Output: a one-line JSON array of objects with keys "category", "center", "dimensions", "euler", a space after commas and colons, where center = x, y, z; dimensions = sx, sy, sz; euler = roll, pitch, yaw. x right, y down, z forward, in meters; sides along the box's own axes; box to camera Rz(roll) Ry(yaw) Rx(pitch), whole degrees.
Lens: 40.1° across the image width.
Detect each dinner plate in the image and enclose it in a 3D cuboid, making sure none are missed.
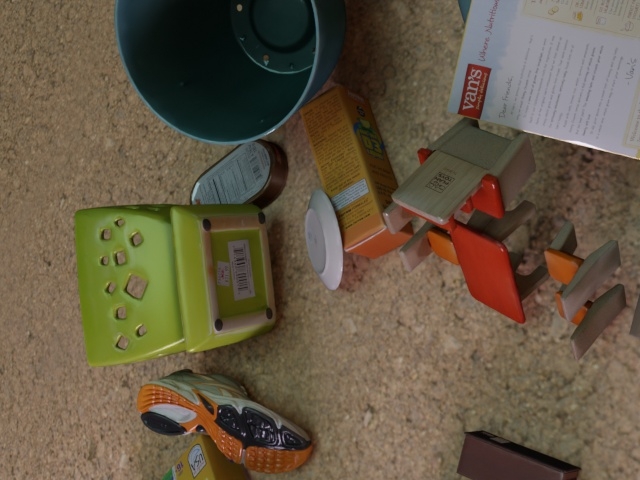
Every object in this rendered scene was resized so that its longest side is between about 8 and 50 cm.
[{"category": "dinner plate", "center": [0.000, 0.000, 1.210], "dimensions": [0.141, 0.017, 0.141], "euler": [172, 90, -74]}]

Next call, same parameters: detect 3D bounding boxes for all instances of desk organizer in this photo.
[{"category": "desk organizer", "center": [0.226, 0.266, 1.014], "dimensions": [0.130, 0.047, 0.050], "euler": [15, 92, 39]}]

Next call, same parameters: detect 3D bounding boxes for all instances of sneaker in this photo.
[{"category": "sneaker", "center": [-0.124, 0.241, 1.263], "dimensions": [0.262, 0.121, 0.099], "euler": [18, 113, 16]}]

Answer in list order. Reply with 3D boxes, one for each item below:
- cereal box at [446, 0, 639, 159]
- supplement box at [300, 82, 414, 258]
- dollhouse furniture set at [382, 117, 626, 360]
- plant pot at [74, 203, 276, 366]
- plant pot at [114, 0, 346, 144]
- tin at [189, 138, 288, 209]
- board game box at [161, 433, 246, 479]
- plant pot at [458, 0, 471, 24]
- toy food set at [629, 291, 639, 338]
[{"category": "cereal box", "center": [0.256, -0.181, 0.842], "dimensions": [0.240, 0.047, 0.173], "euler": [17, 112, 14]}, {"category": "supplement box", "center": [0.048, -0.096, 1.208], "dimensions": [0.080, 0.078, 0.234], "euler": [-32, 63, 28]}, {"category": "dollhouse furniture set", "center": [0.175, 0.002, 0.965], "dimensions": [0.262, 0.259, 0.135], "euler": [29, 66, 40]}, {"category": "plant pot", "center": [-0.194, 0.053, 1.260], "dimensions": [0.207, 0.227, 0.228], "euler": [-7, 89, 30]}, {"category": "plant pot", "center": [-0.097, -0.300, 1.214], "dimensions": [0.292, 0.235, 0.293], "euler": [7, 111, 19]}, {"category": "tin", "center": [-0.132, -0.086, 1.372], "dimensions": [0.189, 0.040, 0.106], "euler": [-34, 57, 28]}, {"category": "board game box", "center": [-0.169, 0.470, 1.216], "dimensions": [0.242, 0.064, 0.317], "euler": [-51, 40, 18]}, {"category": "plant pot", "center": [0.279, -0.265, 0.966], "dimensions": [0.271, 0.271, 0.255], "euler": [-6, 92, 37]}, {"category": "toy food set", "center": [0.378, 0.003, 0.805], "dimensions": [0.092, 0.306, 0.220], "euler": [15, 90, 8]}]
